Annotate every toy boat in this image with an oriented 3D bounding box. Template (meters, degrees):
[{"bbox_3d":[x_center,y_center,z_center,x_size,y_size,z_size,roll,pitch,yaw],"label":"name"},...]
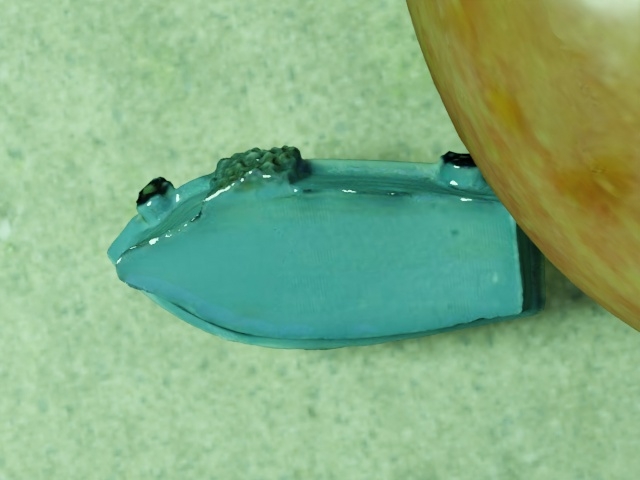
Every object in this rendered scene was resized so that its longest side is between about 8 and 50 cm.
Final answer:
[{"bbox_3d":[0.000,0.000,0.891,0.238,0.098,0.109,-2,104,10],"label":"toy boat"}]

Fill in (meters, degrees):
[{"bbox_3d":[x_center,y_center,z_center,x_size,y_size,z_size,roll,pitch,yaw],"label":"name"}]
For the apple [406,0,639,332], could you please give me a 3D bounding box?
[{"bbox_3d":[0.218,-0.149,0.725,0.346,0.391,0.391,43,92,-8],"label":"apple"}]
